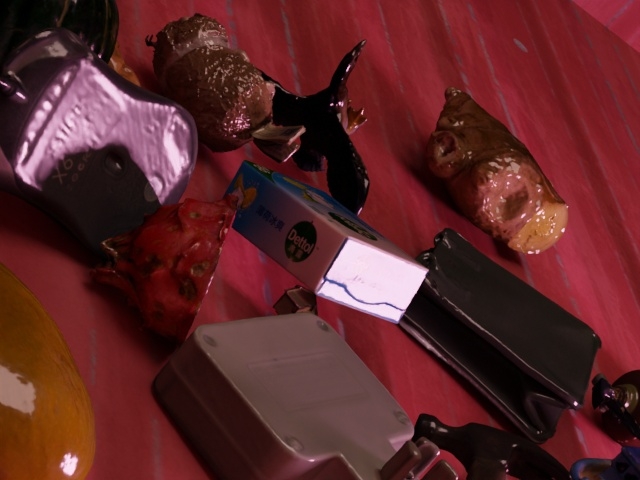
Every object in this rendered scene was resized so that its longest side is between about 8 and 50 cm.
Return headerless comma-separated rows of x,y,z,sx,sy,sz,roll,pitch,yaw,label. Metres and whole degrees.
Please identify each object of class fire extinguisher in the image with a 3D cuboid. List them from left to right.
0.442,0.241,2.359,0.344,0.102,0.138,28,20,-35,fire extinguisher

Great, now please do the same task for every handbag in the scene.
0.209,0.102,2.247,0.260,0.079,0.247,41,21,0,handbag

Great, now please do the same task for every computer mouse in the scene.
-0.239,-0.106,1.711,0.090,0.167,0.379,23,-12,33,computer mouse

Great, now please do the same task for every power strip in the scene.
0.008,0.174,1.714,0.261,0.141,0.229,50,24,20,power strip

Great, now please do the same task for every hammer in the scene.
0.138,0.307,1.777,0.168,0.044,0.440,15,29,5,hammer

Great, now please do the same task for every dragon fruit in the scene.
-0.148,0.013,1.744,0.111,0.153,0.153,22,26,-7,dragon fruit

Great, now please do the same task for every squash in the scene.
-0.296,-0.215,1.796,0.218,0.172,0.218,40,0,0,squash

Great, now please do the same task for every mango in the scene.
-0.292,0.074,1.386,0.331,0.142,0.195,43,17,18,mango

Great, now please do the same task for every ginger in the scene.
0.214,-0.105,2.565,0.219,0.123,0.270,22,21,-48,ginger

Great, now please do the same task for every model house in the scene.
-0.013,0.093,1.917,0.083,0.057,0.058,51,28,20,model house

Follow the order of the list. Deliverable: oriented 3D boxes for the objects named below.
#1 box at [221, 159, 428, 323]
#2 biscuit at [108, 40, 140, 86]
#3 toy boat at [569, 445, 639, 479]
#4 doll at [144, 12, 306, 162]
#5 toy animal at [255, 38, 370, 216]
-0.001,0.000,2.000,0.139,0.073,0.194,22,12,-46,box
-0.307,-0.249,2.035,0.289,0.044,0.202,46,22,9,biscuit
0.341,0.281,2.136,0.223,0.097,0.100,10,37,-55,toy boat
-0.111,-0.158,2.116,0.115,0.105,0.221,-18,61,-47,doll
-0.002,-0.155,2.192,0.272,0.197,0.160,38,10,15,toy animal
